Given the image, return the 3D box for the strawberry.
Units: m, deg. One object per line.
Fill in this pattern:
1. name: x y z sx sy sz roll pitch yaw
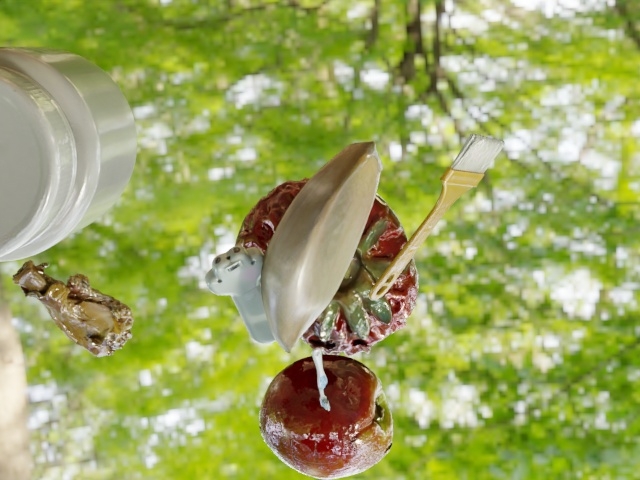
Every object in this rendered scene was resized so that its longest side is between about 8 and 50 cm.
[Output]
1. strawberry: 0.012 0.020 2.348 0.318 0.295 0.345 23 -165 -8

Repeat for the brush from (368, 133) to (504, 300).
1. brush: 0.144 -0.026 1.817 0.013 0.272 0.103 43 -161 24

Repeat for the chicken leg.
1. chicken leg: -0.332 0.092 1.889 0.101 0.085 0.207 22 166 46

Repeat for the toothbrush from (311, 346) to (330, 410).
1. toothbrush: 0.000 0.175 1.756 0.014 0.162 0.017 -32 -121 -15

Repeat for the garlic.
1. garlic: -0.005 -0.001 1.951 0.112 0.318 0.143 31 179 32

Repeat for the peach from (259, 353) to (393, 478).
1. peach: 0.001 0.257 2.008 0.197 0.197 0.197 -4 -164 1

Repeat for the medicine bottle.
1. medicine bottle: -0.311 -0.088 1.373 0.208 0.208 0.339 -4 -173 3

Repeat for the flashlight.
1. flashlight: -0.101 0.080 2.020 0.093 0.200 0.047 -30 -133 -2
